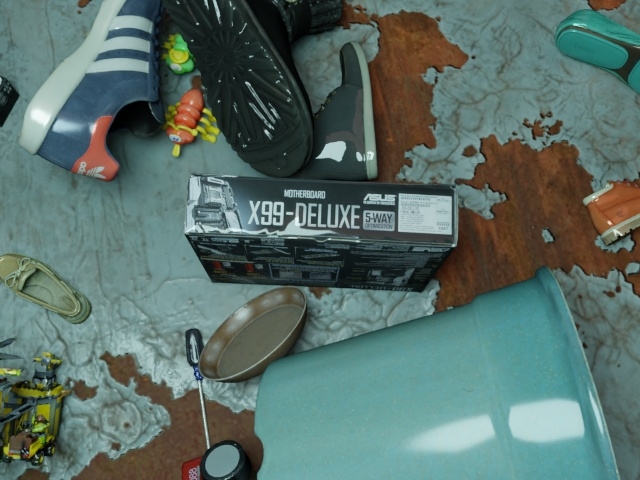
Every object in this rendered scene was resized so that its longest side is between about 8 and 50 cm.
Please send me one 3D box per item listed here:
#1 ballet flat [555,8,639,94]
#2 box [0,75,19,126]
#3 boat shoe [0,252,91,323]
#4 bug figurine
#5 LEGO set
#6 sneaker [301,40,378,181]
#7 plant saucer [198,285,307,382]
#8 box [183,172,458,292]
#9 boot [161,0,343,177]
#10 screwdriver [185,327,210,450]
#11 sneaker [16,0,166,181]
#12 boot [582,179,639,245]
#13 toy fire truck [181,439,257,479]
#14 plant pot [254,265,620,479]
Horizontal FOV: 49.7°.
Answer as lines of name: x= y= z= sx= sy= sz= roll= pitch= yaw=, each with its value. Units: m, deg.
ballet flat: x=0.483 y=-0.287 z=1.060 sx=0.247 sy=0.083 sz=0.087 roll=29 pitch=61 yaw=5
box: x=-0.507 y=-0.217 z=1.028 sx=0.083 sy=0.052 sz=0.062 roll=20 pitch=73 yaw=5
boat shoe: x=-0.387 y=0.062 z=0.950 sx=0.153 sy=0.048 sz=0.056 roll=34 pitch=75 yaw=8
bug figurine: x=-0.276 y=-0.246 z=1.032 sx=0.278 sy=0.072 sz=0.216 roll=12 pitch=73 yaw=3
LEGO set: x=-0.466 y=0.143 z=0.820 sx=0.331 sy=0.255 sz=0.192 roll=7 pitch=90 yaw=8
sneaker: x=0.017 y=-0.192 z=1.018 sx=0.118 sy=0.083 sz=0.222 roll=-5 pitch=71 yaw=2
plant saucer: x=-0.082 y=0.126 z=0.897 sx=0.168 sy=0.168 sz=0.029 roll=-40 pitch=112 yaw=-12
box: x=0.000 y=0.000 z=0.878 sx=0.307 sy=0.242 sz=0.077 roll=2 pitch=74 yaw=0
boot: x=-0.055 y=-0.279 z=0.990 sx=0.260 sy=0.131 sz=0.348 roll=-31 pitch=97 yaw=-52
screwdriver: x=-0.158 y=0.201 z=0.929 sx=0.025 sy=0.024 sz=0.170 roll=-21 pitch=75 yaw=22
sneaker: x=-0.257 y=-0.230 z=0.938 sx=0.148 sy=0.131 sz=0.350 roll=32 pitch=65 yaw=-18
boot: x=0.461 y=-0.064 z=1.005 sx=0.157 sy=0.059 sz=0.085 roll=-26 pitch=71 yaw=-7
toy fire truck: x=-0.181 y=0.358 z=0.781 sx=0.246 sy=0.159 sz=0.217 roll=-20 pitch=38 yaw=1
plant pot: x=0.122 y=0.226 z=0.768 sx=0.333 sy=0.341 sz=0.341 roll=-12 pitch=73 yaw=12
